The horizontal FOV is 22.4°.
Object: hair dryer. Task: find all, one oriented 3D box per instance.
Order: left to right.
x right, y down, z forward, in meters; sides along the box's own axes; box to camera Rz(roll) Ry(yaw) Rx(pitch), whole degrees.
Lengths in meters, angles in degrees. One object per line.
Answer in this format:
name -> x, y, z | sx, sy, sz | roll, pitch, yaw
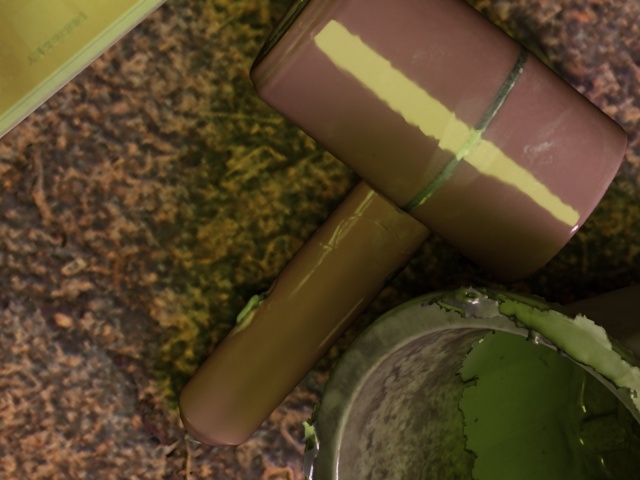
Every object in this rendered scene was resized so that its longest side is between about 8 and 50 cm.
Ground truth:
hair dryer -> 0.000, 0.000, 1.025 | 0.210, 0.125, 0.352 | 37, 110, -9

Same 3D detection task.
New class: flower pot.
flower pot -> 0.169, 0.142, 0.956 | 0.290, 0.259, 0.290 | 11, 108, 38

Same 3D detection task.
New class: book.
book -> -0.226, -0.200, 1.009 | 0.170, 0.018, 0.242 | -38, 103, 11
